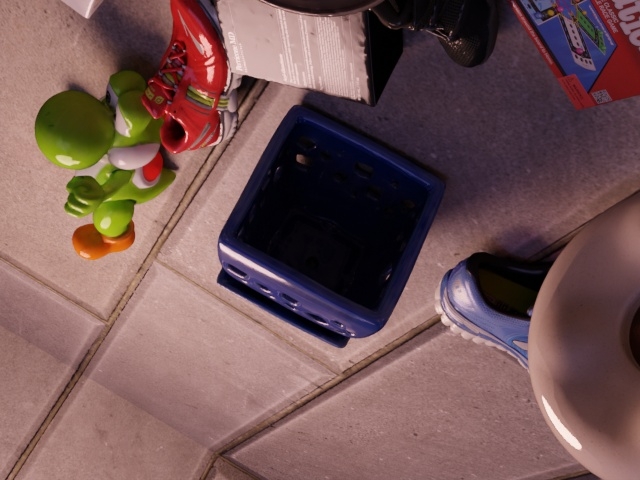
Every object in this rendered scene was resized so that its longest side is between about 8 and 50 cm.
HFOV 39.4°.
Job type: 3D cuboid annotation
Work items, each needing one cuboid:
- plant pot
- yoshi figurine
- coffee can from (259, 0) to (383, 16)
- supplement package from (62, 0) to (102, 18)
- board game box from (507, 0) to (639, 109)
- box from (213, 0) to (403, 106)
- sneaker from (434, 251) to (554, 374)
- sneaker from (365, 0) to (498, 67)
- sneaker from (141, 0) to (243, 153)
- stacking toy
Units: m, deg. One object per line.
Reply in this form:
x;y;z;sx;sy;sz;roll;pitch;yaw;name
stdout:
0.000;0.000;1.205;0.236;0.236;0.212;28;154;-1;plant pot
-0.346;-0.120;1.336;0.203;0.203;0.362;34;146;3;yoshi figurine
0.027;-0.329;0.652;0.201;0.275;0.201;20;147;13;coffee can
-0.258;-0.357;0.998;0.105;0.105;0.179;35;148;-12;supplement package
0.245;-0.246;0.844;0.145;0.027;0.281;-11;132;45;board game box
-0.017;-0.281;0.925;0.184;0.103;0.261;15;147;17;box
0.321;0.119;1.221;0.330;0.130;0.147;26;151;4;sneaker
0.101;-0.227;0.863;0.087;0.130;0.227;34;168;30;sneaker
-0.166;-0.200;1.113;0.107;0.118;0.279;54;158;27;sneaker
0.506;0.168;1.064;0.350;0.351;0.480;-7;153;44;stacking toy
